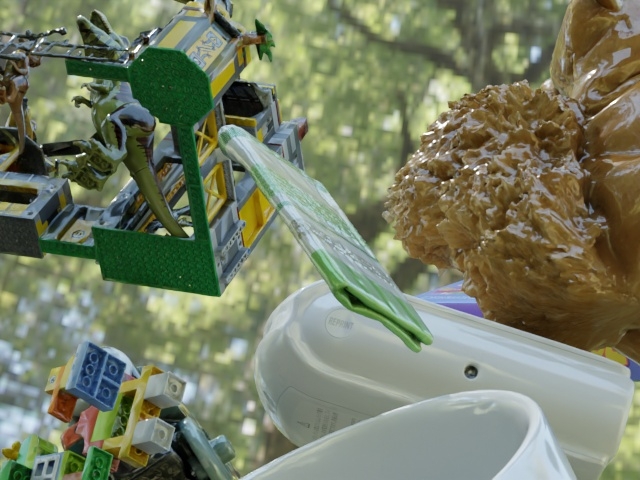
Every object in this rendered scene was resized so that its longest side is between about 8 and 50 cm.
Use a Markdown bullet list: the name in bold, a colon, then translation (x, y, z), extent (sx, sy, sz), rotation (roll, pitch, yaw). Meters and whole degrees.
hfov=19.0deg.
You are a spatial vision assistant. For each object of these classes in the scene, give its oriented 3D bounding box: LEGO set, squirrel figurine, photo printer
- **LEGO set**: translation (-0.155, -0.107, 1.399), extent (0.331, 0.192, 0.255), rotation (0, -55, 26)
- **squirrel figurine**: translation (0.258, -0.081, 1.716), extent (0.397, 0.370, 0.281), rotation (-10, -35, -11)
- **photo printer**: translation (0.093, 0.138, 1.638), extent (0.308, 0.107, 0.256), rotation (17, -22, 4)

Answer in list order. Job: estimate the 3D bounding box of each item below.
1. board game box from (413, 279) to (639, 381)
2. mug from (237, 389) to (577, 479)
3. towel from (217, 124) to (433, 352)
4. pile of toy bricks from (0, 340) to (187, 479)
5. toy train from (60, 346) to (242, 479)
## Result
- **board game box**: translation (0.280, 0.085, 1.952), extent (0.347, 0.233, 0.078), rotation (-1, -84, 29)
- **mug**: translation (0.084, 0.269, 1.043), extent (0.276, 0.374, 0.328), rotation (-20, -80, 37)
- **towel**: translation (0.000, 0.000, 1.155), extent (0.023, 0.152, 0.113), rotation (-44, -39, 11)
- **pile of toy bricks**: translation (-0.168, 0.160, 1.127), extent (0.105, 0.212, 0.118), rotation (-16, -40, 43)
- **toy train**: translation (-0.118, 0.230, 1.650), extent (0.142, 0.190, 0.334), rotation (-35, -49, -3)
